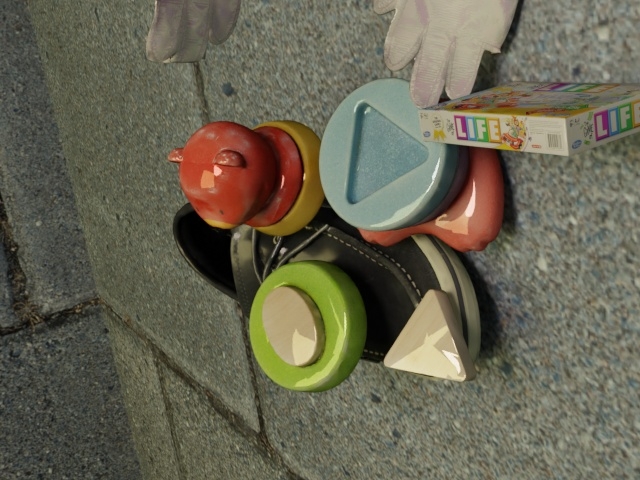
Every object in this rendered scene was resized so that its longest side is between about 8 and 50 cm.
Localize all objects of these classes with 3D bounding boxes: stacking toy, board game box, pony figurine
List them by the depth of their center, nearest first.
[{"bbox_3d":[0.018,-0.301,0.631,0.363,0.302,0.351,55,135,40],"label":"pony figurine"},{"bbox_3d":[0.160,-0.093,0.653,0.154,0.103,0.026,17,121,57],"label":"board game box"},{"bbox_3d":[0.000,0.000,0.808,0.309,0.130,0.280,-7,81,37],"label":"stacking toy"}]

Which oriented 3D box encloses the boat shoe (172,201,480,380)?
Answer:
[{"bbox_3d":[-0.015,0.037,1.005,0.500,0.156,0.187,27,128,52],"label":"boat shoe"}]
